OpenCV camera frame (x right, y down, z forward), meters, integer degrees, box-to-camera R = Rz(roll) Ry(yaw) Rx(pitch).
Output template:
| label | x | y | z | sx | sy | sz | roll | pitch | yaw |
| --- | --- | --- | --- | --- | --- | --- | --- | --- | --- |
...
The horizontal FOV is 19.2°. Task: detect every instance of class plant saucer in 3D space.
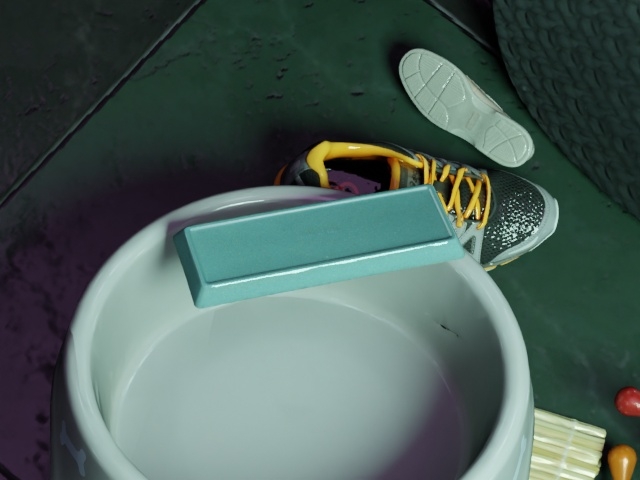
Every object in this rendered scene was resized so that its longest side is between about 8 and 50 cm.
| label | x | y | z | sx | sy | sz | roll | pitch | yaw |
| --- | --- | --- | --- | --- | --- | --- | --- | --- | --- |
| plant saucer | 0.000 | 0.000 | 1.289 | 0.192 | 0.018 | 0.067 | -10 | 51 | -15 |

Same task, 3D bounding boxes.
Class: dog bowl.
| label | x | y | z | sx | sy | sz | roll | pitch | yaw |
| --- | --- | --- | --- | --- | --- | --- | --- | --- | --- |
| dog bowl | -0.018 | 0.106 | 1.274 | 0.348 | 0.102 | 0.349 | 2 | 49 | -2 |

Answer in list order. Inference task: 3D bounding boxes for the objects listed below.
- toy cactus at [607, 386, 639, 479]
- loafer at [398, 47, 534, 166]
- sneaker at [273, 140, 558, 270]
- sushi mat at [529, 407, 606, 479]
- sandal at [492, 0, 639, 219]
| label | x | y | z | sx | sy | sz | roll | pitch | yaw |
| --- | --- | --- | --- | --- | --- | --- | --- | --- | --- |
| toy cactus | 0.265 | 0.219 | 1.319 | 0.180 | 0.112 | 0.219 | 7 | 77 | 12 |
| loafer | 0.113 | -0.101 | 1.464 | 0.125 | 0.039 | 0.045 | 41 | 104 | 10 |
| sneaker | 0.074 | -0.030 | 1.407 | 0.215 | 0.083 | 0.084 | 5 | 70 | -7 |
| sushi mat | 0.046 | 0.162 | 1.372 | 0.316 | 0.019 | 0.151 | 17 | 70 | -2 |
| sandal | 0.305 | -0.073 | 1.434 | 0.446 | 0.167 | 0.107 | 45 | 47 | 1 |
